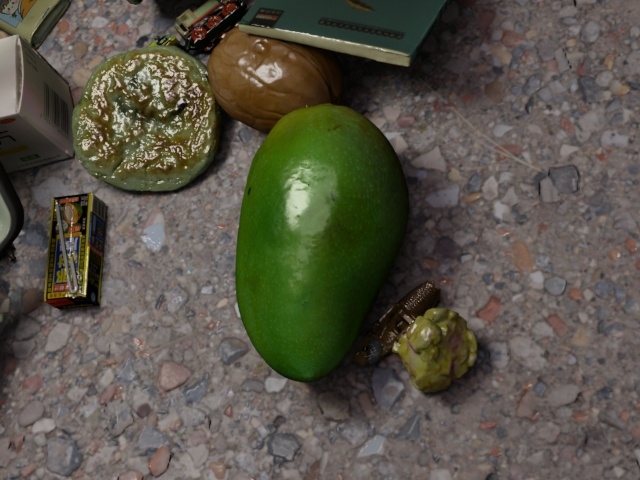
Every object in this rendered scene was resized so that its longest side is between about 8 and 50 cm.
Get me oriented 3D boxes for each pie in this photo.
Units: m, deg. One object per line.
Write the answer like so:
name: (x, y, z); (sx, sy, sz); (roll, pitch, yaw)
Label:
pie: (-0.257, -0.181, 1.681); (0.240, 0.054, 0.241); (-1, 84, 5)

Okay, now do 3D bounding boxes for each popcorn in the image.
popcorn: (0.150, 0.141, 1.444); (0.097, 0.089, 0.109); (5, 87, -24)

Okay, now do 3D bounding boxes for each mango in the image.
mango: (0.000, 0.000, 1.480); (0.225, 0.201, 0.382); (5, 73, 8)

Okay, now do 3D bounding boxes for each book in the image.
book: (0.078, -0.388, 1.620); (0.264, 0.031, 0.379); (14, 48, 20)

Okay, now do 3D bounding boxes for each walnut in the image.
walnut: (-0.065, -0.237, 1.618); (0.207, 0.167, 0.167); (29, 79, 23)

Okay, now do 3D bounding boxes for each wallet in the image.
wallet: (-0.506, -0.400, 1.881); (0.155, 0.039, 0.110); (31, 81, 24)

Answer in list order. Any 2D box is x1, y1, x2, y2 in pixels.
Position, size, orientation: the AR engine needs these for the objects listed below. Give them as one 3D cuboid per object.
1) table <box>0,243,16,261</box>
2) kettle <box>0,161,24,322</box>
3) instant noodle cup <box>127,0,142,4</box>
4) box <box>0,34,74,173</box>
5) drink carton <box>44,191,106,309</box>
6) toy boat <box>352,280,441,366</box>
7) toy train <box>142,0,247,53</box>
table: (-0.517, 0.006, 1.700); (0.070, 0.083, 0.082); (-39, 70, 2)
kettle: (-0.594, -0.005, 1.557); (0.361, 0.250, 0.377); (-13, 96, 2)
instant noodle cup: (-0.187, -0.511, 1.703); (0.221, 0.311, 0.311); (0, 68, 2)
box: (-0.571, -0.187, 1.740); (0.332, 0.173, 0.145); (-12, 66, 12)
drink carton: (-0.364, 0.016, 1.663); (0.071, 0.056, 0.166); (-8, 67, 17)
toy boat: (0.102, 0.110, 1.487); (0.149, 0.049, 0.047); (-44, 64, -3)
toy train: (-0.223, -0.304, 1.750); (0.249, 0.053, 0.085); (-38, 62, 0)
